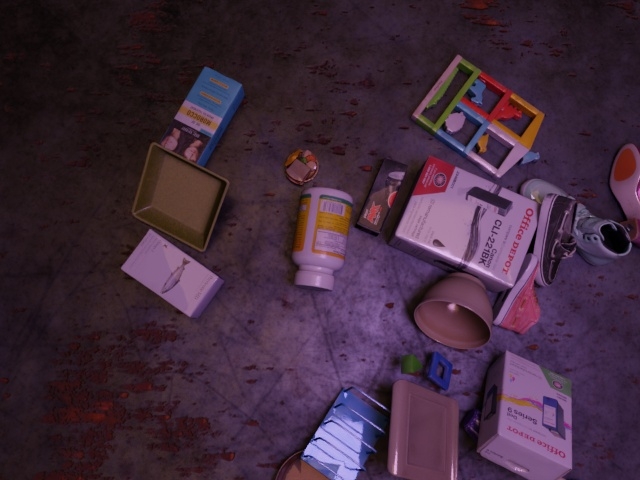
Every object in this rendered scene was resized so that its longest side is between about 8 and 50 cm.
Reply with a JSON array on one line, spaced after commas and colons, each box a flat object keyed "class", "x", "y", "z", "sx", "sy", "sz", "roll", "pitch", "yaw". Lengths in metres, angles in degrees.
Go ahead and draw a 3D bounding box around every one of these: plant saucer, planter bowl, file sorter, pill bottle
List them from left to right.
[{"class": "plant saucer", "x": -0.299, "y": -0.097, "z": 1.258, "sx": 0.188, "sy": 0.045, "sz": 0.189, "roll": 27, "pitch": 117, "yaw": 3}, {"class": "plant saucer", "x": -0.012, "y": 0.518, "z": 1.204, "sx": 0.168, "sy": 0.029, "sz": 0.169, "roll": 0, "pitch": 80, "yaw": 0}, {"class": "pill bottle", "x": 0.000, "y": 0.000, "z": 1.247, "sx": 0.117, "sy": 0.117, "sz": 0.209, "roll": 8, "pitch": 80, "yaw": 0}, {"class": "file sorter", "x": 0.058, "y": 0.397, "z": 1.169, "sx": 0.118, "sy": 0.104, "sz": 0.170, "roll": 34, "pitch": 68, "yaw": 5}, {"class": "planter bowl", "x": 0.290, "y": 0.137, "z": 1.222, "sx": 0.162, "sy": 0.162, "sz": 0.109, "roll": 26, "pitch": 55, "yaw": 3}]

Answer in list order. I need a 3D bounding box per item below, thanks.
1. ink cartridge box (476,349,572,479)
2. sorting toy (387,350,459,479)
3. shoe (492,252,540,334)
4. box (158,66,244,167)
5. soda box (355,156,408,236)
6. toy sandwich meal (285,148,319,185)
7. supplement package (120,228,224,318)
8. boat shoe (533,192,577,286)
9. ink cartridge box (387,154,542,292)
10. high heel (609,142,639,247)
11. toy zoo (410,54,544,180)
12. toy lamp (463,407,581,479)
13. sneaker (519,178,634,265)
[{"class": "ink cartridge box", "x": 0.410, "y": 0.350, "z": 1.156, "sx": 0.154, "sy": 0.093, "sz": 0.212, "roll": 25, "pitch": 44, "yaw": 3}, {"class": "sorting toy", "x": 0.202, "y": 0.393, "z": 1.168, "sx": 0.195, "sy": 0.047, "sz": 0.348, "roll": 27, "pitch": 59, "yaw": -35}, {"class": "shoe", "x": 0.441, "y": 0.117, "z": 1.244, "sx": 0.081, "sy": 0.063, "sz": 0.178, "roll": 23, "pitch": 108, "yaw": -2}, {"class": "box", "x": -0.275, "y": -0.262, "z": 1.313, "sx": 0.100, "sy": 0.060, "sz": 0.244, "roll": 27, "pitch": 81, "yaw": 3}, {"class": "soda box", "x": 0.136, "y": -0.098, "z": 1.299, "sx": 0.060, "sy": 0.053, "sz": 0.169, "roll": 23, "pitch": 81, "yaw": 3}, {"class": "toy sandwich meal", "x": -0.044, "y": -0.169, "z": 1.318, "sx": 0.085, "sy": 0.029, "sz": 0.086, "roll": 0, "pitch": 80, "yaw": -1}, {"class": "supplement package", "x": -0.310, "y": 0.073, "z": 1.233, "sx": 0.179, "sy": 0.105, "sz": 0.105, "roll": 34, "pitch": 81, "yaw": 4}, {"class": "boat shoe", "x": 0.499, "y": 0.009, "z": 1.225, "sx": 0.070, "sy": 0.220, "sz": 0.077, "roll": 20, "pitch": 40, "yaw": 39}, {"class": "ink cartridge box", "x": 0.313, "y": -0.032, "z": 1.260, "sx": 0.272, "sy": 0.114, "sz": 0.197, "roll": 24, "pitch": 80, "yaw": 2}, {"class": "high heel", "x": 0.731, "y": -0.098, "z": 1.314, "sx": 0.117, "sy": 0.082, "sz": 0.244, "roll": 14, "pitch": 65, "yaw": -27}, {"class": "toy zoo", "x": 0.382, "y": -0.274, "z": 1.345, "sx": 0.293, "sy": 0.030, "sz": 0.192, "roll": 36, "pitch": 81, "yaw": 4}, {"class": "toy lamp", "x": 0.421, "y": 0.449, "z": 1.202, "sx": 0.274, "sy": 0.080, "sz": 0.080, "roll": 36, "pitch": 81, "yaw": 2}, {"class": "sneaker", "x": 0.557, "y": -0.056, "z": 1.252, "sx": 0.256, "sy": 0.151, "sz": 0.094, "roll": 43, "pitch": 84, "yaw": 7}]
